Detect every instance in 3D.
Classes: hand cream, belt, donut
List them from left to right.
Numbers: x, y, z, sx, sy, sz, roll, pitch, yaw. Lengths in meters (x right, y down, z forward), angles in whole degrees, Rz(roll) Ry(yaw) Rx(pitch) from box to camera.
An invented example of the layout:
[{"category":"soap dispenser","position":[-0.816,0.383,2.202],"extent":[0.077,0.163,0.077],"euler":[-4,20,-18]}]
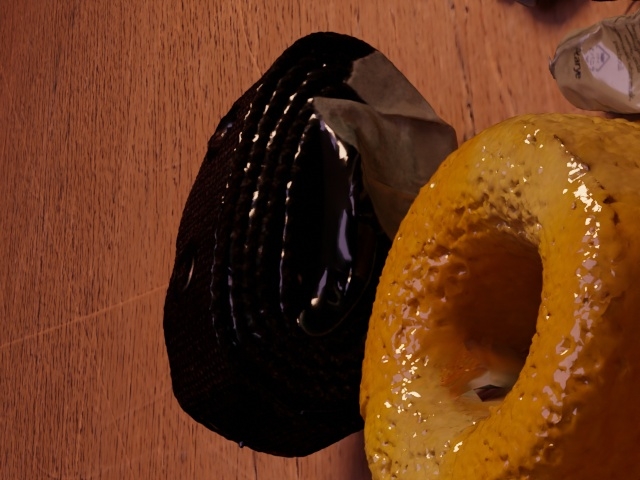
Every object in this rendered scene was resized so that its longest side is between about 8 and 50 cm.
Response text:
[{"category":"belt","position":[0.000,0.000,1.083],"extent":[0.164,0.184,0.289],"euler":[141,140,-63]},{"category":"donut","position":[0.122,0.054,0.885],"extent":[0.303,0.110,0.303],"euler":[-45,35,46]},{"category":"hand cream","position":[0.220,-0.107,0.879],"extent":[0.248,0.052,0.075],"euler":[-1,97,58]}]

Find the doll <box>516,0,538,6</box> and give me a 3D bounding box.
[{"category":"doll","position":[0.134,-0.212,1.097],"extent":[0.180,0.079,0.094],"euler":[-143,44,-71]}]
